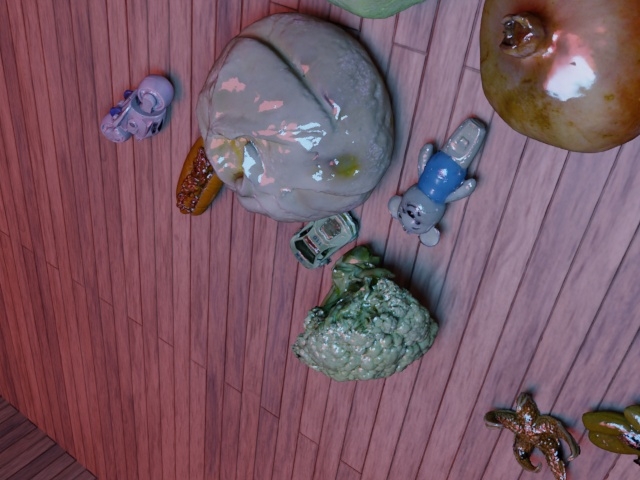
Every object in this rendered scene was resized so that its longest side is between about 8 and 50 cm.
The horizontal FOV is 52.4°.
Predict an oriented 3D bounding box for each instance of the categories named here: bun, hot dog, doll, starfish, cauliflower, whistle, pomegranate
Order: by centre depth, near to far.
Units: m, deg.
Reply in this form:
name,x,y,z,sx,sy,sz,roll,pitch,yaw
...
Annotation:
name,x,y,z,sx,sy,sz,roll,pitch,yaw
pomegranate,0.290,-0.228,0.743,0.229,0.270,0.252,22,120,39
doll,0.510,0.324,1.008,0.209,0.097,0.137,-1,119,45
whistle,0.188,-0.093,1.041,0.114,0.077,0.235,45,133,19
bun,-0.060,-0.187,1.090,0.365,0.219,0.365,18,126,27
starfish,0.383,0.352,1.138,0.190,0.074,0.146,51,136,4
cauliflower,0.069,0.127,1.177,0.275,0.272,0.250,-16,73,29
hot dog,-0.254,-0.136,1.376,0.102,0.076,0.249,51,136,9

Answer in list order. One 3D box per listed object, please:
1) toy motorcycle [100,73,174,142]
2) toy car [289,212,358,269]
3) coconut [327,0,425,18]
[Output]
name,x,y,z,sx,sy,sz,roll,pitch,yaw
toy motorcycle,-0.387,-0.272,1.405,0.254,0.112,0.112,-21,100,45
toy car,0.000,0.000,1.261,0.093,0.058,0.186,51,135,1
coconut,0.072,-0.421,0.859,0.236,0.204,0.236,171,90,-66
